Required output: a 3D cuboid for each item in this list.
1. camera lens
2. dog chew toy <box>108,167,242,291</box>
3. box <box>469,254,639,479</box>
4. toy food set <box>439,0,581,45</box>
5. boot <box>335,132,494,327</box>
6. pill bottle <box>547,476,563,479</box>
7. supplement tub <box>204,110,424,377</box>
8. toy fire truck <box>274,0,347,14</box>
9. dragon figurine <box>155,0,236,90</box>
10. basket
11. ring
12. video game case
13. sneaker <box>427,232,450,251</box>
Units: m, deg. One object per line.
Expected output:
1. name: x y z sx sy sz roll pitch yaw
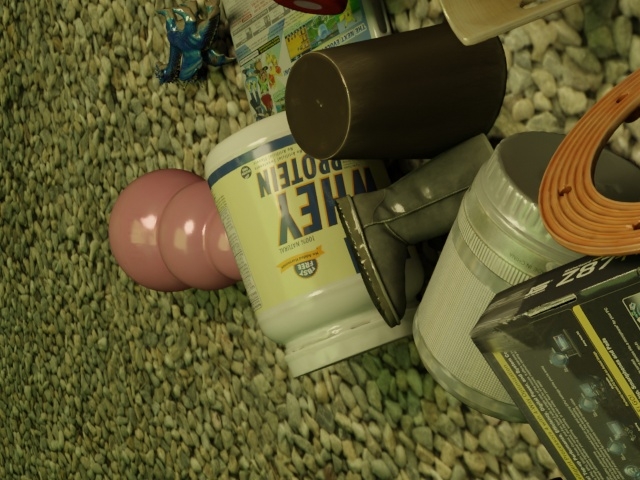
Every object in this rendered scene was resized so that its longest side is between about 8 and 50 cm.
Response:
1. camera lens: 0.237 0.047 1.246 0.219 0.219 0.274 47 133 35
2. dog chew toy: -0.190 -0.009 1.822 0.332 0.207 0.206 7 105 44
3. box: 0.373 0.175 1.041 0.318 0.097 0.395 -28 101 38
4. toy food set: 0.192 -0.374 1.129 0.092 0.220 0.306 -115 2 -73
5. boot: 0.141 -0.013 1.381 0.076 0.209 0.189 108 143 -81
6. pill bottle: 0.297 0.400 1.343 0.123 0.123 0.219 -51 58 46
7. supplement tub: 0.000 0.000 1.528 0.235 0.235 0.324 -29 79 52
8. toy fire truck: 0.047 -0.372 1.347 0.254 0.302 0.169 10 87 24
9. dragon figurine: -0.192 -0.307 1.805 0.289 0.085 0.144 12 120 58
10. basket: 0.084 -0.175 1.383 0.154 0.227 0.204 57 138 26
11. ring: 0.348 -0.101 1.025 0.032 0.336 0.337 50 149 -21
12. video game case: -0.024 -0.313 1.649 0.329 0.036 0.299 -20 83 52
13. sneaker: 0.176 -0.027 1.448 0.170 0.051 0.089 18 118 53
